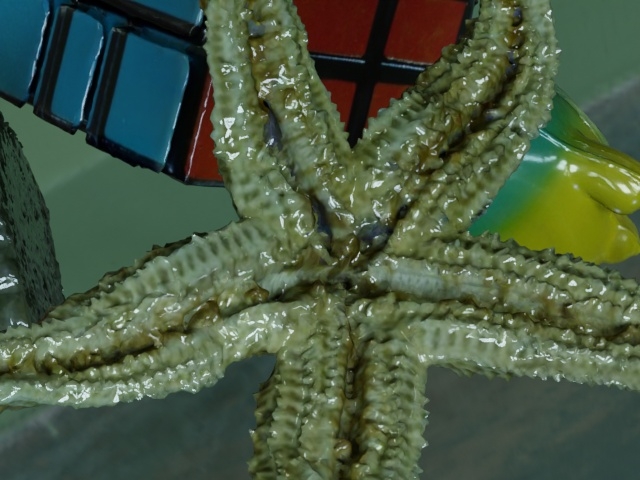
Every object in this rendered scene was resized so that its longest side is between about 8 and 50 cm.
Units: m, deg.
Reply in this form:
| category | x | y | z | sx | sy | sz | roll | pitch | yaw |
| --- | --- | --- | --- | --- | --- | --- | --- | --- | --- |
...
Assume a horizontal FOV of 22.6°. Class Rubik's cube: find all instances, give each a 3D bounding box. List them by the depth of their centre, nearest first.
| category | x | y | z | sx | sy | sz | roll | pitch | yaw |
| --- | --- | --- | --- | --- | --- | --- | --- | --- | --- |
| Rubik's cube | -0.068 | -0.207 | 1.246 | 0.288 | 0.293 | 0.283 | 27 | 105 | 38 |

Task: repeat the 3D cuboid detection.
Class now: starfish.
| category | x | y | z | sx | sy | sz | roll | pitch | yaw |
| --- | --- | --- | --- | --- | --- | --- | --- | --- | --- |
| starfish | -0.002 | 0.001 | 0.621 | 0.358 | 0.078 | 0.347 | -12 | 72 | -15 |

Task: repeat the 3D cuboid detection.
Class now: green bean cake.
| category | x | y | z | sx | sy | sz | roll | pitch | yaw |
| --- | --- | --- | --- | --- | --- | --- | --- | --- | --- |
| green bean cake | -0.232 | 0.011 | 1.096 | 0.094 | 0.183 | 0.185 | -10 | 78 | 1 |

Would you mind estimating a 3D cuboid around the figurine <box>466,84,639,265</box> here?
| category | x | y | z | sx | sy | sz | roll | pitch | yaw |
| --- | --- | --- | --- | --- | --- | --- | --- | --- | --- |
| figurine | 0.168 | -0.073 | 1.662 | 0.324 | 0.340 | 0.231 | -19 | 37 | 49 |
